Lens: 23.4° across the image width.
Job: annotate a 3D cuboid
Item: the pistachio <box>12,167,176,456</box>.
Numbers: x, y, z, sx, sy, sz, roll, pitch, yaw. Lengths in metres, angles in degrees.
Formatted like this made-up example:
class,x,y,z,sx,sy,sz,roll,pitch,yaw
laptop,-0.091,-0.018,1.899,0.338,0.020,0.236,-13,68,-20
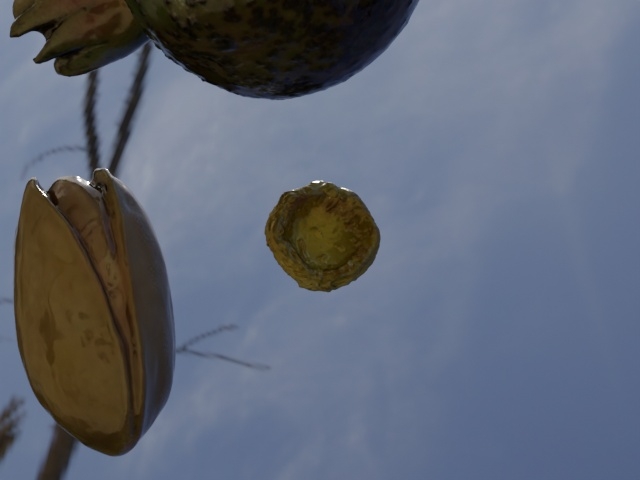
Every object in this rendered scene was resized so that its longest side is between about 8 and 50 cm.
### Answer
class,x,y,z,sx,sy,sz,roll,pitch,yaw
pistachio,-0.227,0.074,1.568,0.181,0.162,0.293,-172,-104,-67

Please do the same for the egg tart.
class,x,y,z,sx,sy,sz,roll,pitch,yaw
egg tart,0.000,0.000,1.322,0.039,0.105,0.105,123,-33,-60

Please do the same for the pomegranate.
class,x,y,z,sx,sy,sz,roll,pitch,yaw
pomegranate,-0.084,-0.222,1.188,0.340,0.285,0.285,-24,-123,24
